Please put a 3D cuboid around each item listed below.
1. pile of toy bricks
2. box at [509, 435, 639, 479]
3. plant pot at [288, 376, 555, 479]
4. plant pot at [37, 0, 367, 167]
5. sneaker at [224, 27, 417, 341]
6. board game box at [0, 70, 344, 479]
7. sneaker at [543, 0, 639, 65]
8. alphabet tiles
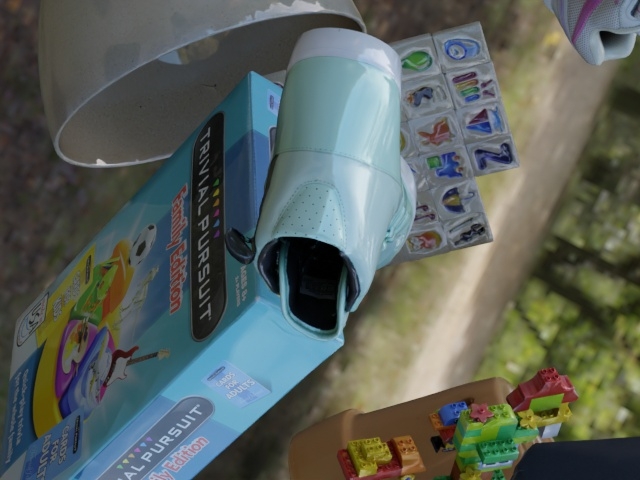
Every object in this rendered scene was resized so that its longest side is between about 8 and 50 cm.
[{"bbox_3d":[0.131,0.169,1.448,0.105,0.212,0.118,100,-26,-44],"label":"pile of toy bricks"},{"bbox_3d":[0.238,0.367,1.153,0.293,0.212,0.395,-47,119,-46],"label":"box"},{"bbox_3d":[0.130,0.260,1.653,0.203,0.291,0.291,-31,177,12],"label":"plant pot"},{"bbox_3d":[-0.125,-0.210,1.513,0.284,0.191,0.284,-21,168,-5],"label":"plant pot"},{"bbox_3d":[0.000,0.000,1.046,0.256,0.094,0.151,81,20,-65],"label":"sneaker"},{"bbox_3d":[-0.123,0.069,1.341,0.336,0.079,0.254,-44,-149,30],"label":"board game box"},{"bbox_3d":[0.277,-0.229,1.439,0.103,0.111,0.252,-17,166,-28],"label":"sneaker"},{"bbox_3d":[0.063,-0.068,1.468,0.009,0.198,0.237,-94,166,-46],"label":"alphabet tiles"}]
